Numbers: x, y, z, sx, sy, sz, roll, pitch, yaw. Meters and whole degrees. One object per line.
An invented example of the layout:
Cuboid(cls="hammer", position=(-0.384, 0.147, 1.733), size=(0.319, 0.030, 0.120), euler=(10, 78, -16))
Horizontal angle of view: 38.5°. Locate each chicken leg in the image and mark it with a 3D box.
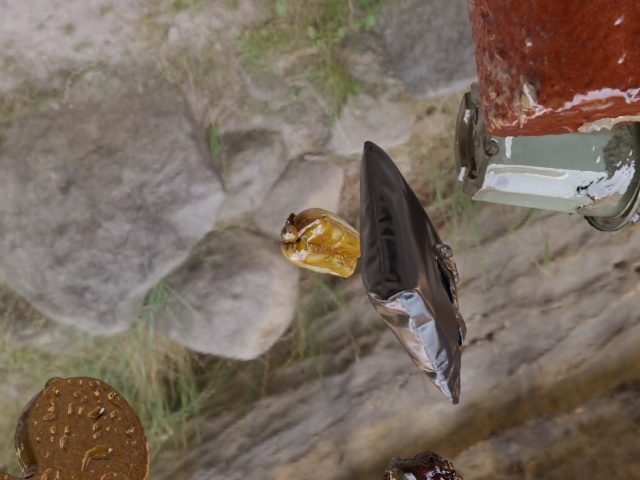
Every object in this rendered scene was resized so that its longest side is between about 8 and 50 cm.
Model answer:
Cuboid(cls="chicken leg", position=(0.078, 0.237, 0.718), size=(0.093, 0.053, 0.205), euler=(14, 135, 8))

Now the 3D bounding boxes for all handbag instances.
Cuboid(cls="handbag", position=(0.104, 0.036, 1.048), size=(0.088, 0.254, 0.211), euler=(-22, 131, 17))

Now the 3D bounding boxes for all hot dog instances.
Cuboid(cls="hot dog", position=(0.000, 0.000, 1.504), size=(0.102, 0.076, 0.249), euler=(-57, 154, 6))

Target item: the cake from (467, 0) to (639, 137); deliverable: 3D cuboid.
Cuboid(cls="cake", position=(0.238, -0.164, 0.714), size=(0.283, 0.151, 0.177), euler=(-12, -174, -34))

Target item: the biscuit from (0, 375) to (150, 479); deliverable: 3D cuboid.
Cuboid(cls="biscuit", position=(-0.126, 0.159, 0.446), size=(0.138, 0.205, 0.031), euler=(28, 132, -31))

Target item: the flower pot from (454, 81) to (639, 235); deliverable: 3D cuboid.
Cuboid(cls="flower pot", position=(0.361, -0.149, 1.465), size=(0.259, 0.290, 0.290), euler=(0, 161, -10))
